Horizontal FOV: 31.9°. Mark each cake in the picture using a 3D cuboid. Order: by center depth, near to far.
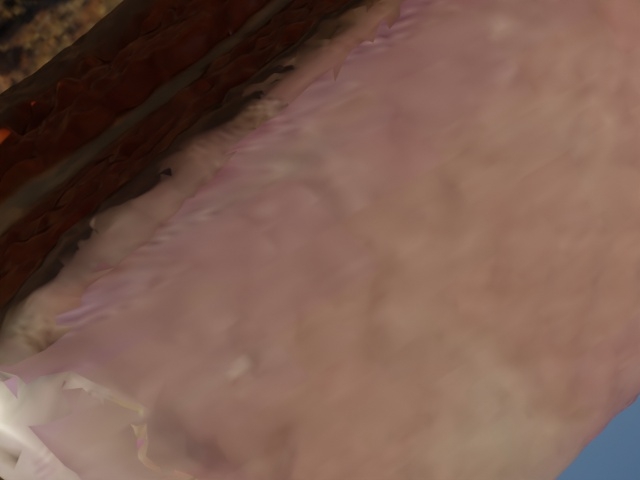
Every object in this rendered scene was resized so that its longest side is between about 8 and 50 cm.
[{"bbox_3d":[0.000,0.000,0.486,0.309,0.230,0.237,-40,-147,-14],"label":"cake"}]
